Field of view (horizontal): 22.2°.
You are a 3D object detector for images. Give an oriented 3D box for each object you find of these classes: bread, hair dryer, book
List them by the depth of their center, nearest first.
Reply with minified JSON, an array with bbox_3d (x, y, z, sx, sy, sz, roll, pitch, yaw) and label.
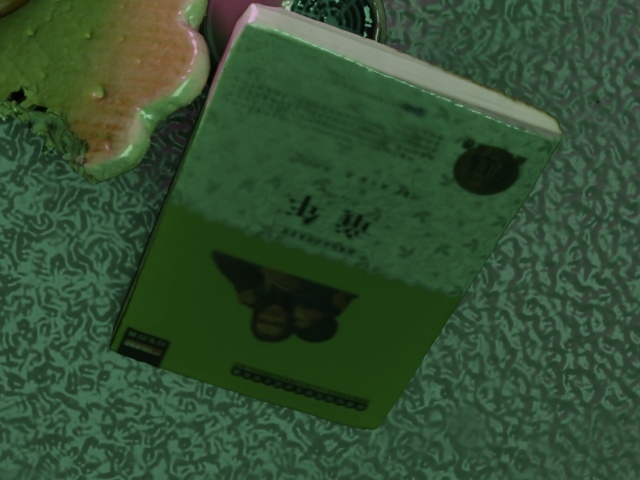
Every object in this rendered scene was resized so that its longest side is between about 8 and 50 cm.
[{"bbox_3d":[-0.166,-0.148,1.210,0.182,0.251,0.039,-51,138,-5],"label":"bread"},{"bbox_3d":[0.000,0.000,1.210,0.239,0.035,0.352,19,131,-10],"label":"book"},{"bbox_3d":[0.058,-0.226,1.261,0.344,0.189,0.106,-35,112,-21],"label":"hair dryer"}]

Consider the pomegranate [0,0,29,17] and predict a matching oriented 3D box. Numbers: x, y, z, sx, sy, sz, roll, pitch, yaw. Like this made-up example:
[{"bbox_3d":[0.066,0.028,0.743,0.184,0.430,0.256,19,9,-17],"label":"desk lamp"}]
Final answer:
[{"bbox_3d":[-0.275,-0.275,1.158,0.264,0.264,0.264,0,92,-8],"label":"pomegranate"}]
